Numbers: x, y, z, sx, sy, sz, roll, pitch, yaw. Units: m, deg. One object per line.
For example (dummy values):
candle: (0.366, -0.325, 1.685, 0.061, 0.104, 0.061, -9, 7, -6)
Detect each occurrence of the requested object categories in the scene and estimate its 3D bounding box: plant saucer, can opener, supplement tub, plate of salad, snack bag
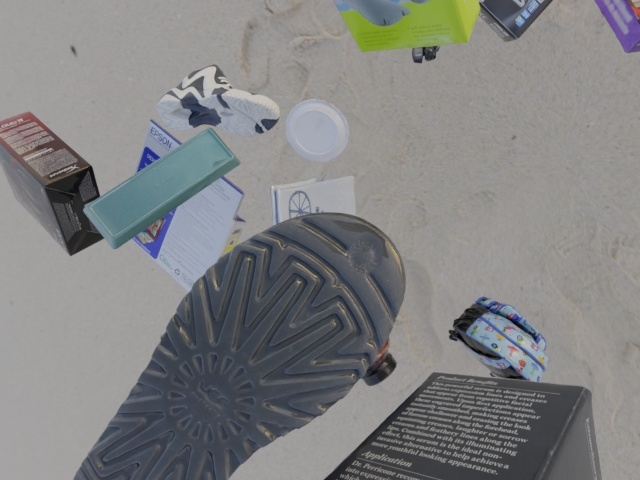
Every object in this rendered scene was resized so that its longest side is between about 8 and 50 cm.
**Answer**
plant saucer: (-0.195, -0.071, 0.603, 0.192, 0.018, 0.067, -39, 81, -17)
can opener: (0.300, -0.576, 1.356, 0.073, 0.059, 0.186, 9, 69, 1)
supplement tub: (0.054, 0.165, 0.879, 0.106, 0.106, 0.198, -34, 94, 27)
plate of salad: (-0.009, -0.338, 1.488, 0.199, 0.048, 0.200, 7, 125, 10)
snack bag: (0.000, 0.000, 1.213, 0.037, 0.342, 0.324, 4, 106, 35)

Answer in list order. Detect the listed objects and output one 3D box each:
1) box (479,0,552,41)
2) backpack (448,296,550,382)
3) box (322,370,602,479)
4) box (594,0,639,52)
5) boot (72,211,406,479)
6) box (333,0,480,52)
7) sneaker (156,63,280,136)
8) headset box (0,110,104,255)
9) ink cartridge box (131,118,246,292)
box: (0.359, -0.550, 0.833, 0.242, 0.076, 0.307, 40, 105, -10)
backpack: (0.342, 0.192, 0.889, 0.158, 0.173, 0.117, 43, 87, -5)
box: (0.150, 0.364, 0.512, 0.211, 0.395, 0.294, -6, 100, 42)
box: (0.691, -0.483, 0.966, 0.057, 0.293, 0.201, 115, 140, -65)
boot: (-0.054, 0.102, 0.600, 0.367, 0.445, 0.146, -44, 87, 9)
box: (0.048, -0.227, 0.373, 0.108, 0.178, 0.043, 10, 70, 35)
sneaker: (-0.179, -0.280, 0.930, 0.234, 0.153, 0.094, 1, 140, 18)
headset box: (-0.631, -0.139, 1.117, 0.293, 0.110, 0.218, 37, 142, 23)
ink cartridge box: (-0.316, -0.069, 1.118, 0.303, 0.072, 0.307, 38, 116, 17)
